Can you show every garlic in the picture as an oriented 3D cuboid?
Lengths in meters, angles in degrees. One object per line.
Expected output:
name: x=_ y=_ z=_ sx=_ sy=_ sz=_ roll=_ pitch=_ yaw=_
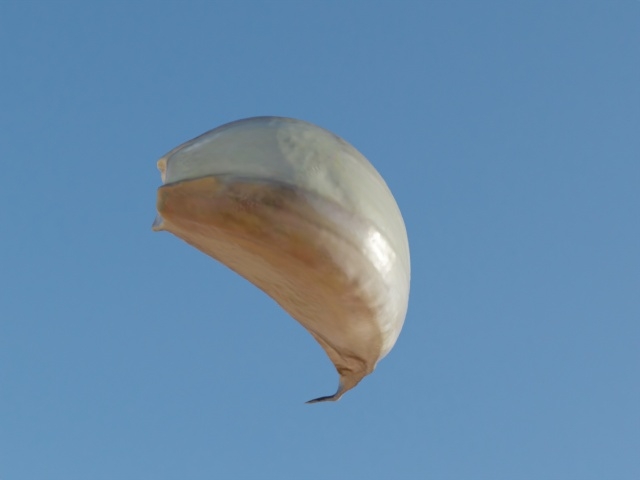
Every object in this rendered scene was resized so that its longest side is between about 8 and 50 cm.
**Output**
garlic: x=0.001 y=0.004 z=1.166 sx=0.206 sy=0.128 sz=0.115 roll=50 pitch=-19 yaw=-22
